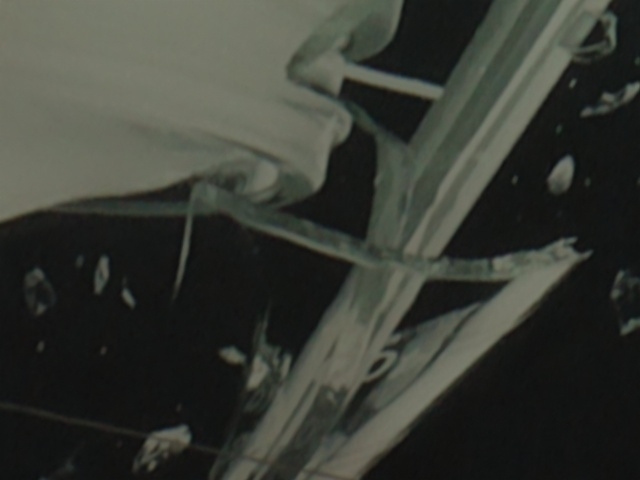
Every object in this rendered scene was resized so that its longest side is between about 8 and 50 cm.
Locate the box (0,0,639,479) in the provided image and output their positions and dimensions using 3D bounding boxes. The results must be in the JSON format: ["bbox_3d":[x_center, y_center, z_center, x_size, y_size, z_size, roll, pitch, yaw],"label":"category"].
[{"bbox_3d":[0.009,-0.155,0.470,0.480,0.297,0.471,15,103,-20],"label":"box"}]
